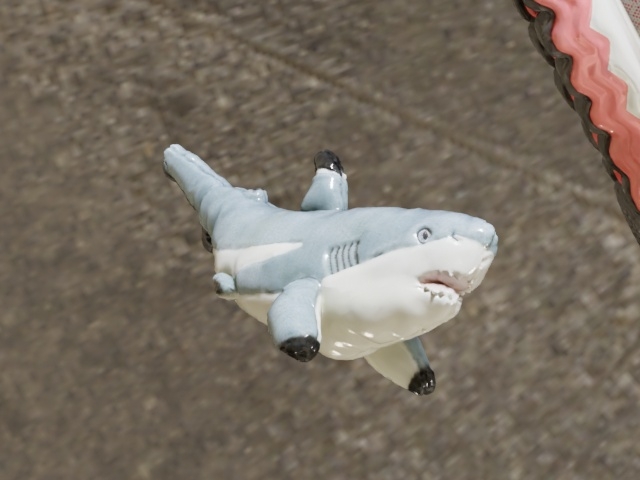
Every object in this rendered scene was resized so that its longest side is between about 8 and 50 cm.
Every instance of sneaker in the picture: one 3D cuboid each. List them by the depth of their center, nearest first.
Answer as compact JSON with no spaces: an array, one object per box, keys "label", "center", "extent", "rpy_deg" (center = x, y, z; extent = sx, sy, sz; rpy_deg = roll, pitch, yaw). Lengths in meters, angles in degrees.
[{"label":"sneaker","center":[0.193,-0.057,0.907],"extent":[0.136,0.116,0.314],"rpy_deg":[-28,114,6]}]

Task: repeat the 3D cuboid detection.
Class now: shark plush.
[{"label":"shark plush","center":[0.000,0.000,0.726],"extent":[0.161,0.073,0.067],"rpy_deg":[32,99,57]}]
